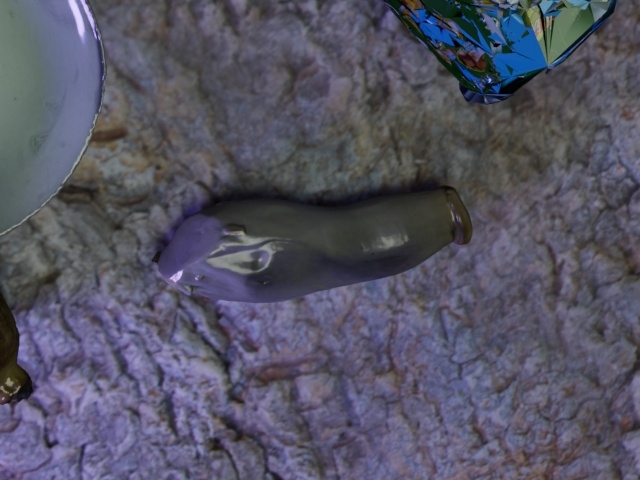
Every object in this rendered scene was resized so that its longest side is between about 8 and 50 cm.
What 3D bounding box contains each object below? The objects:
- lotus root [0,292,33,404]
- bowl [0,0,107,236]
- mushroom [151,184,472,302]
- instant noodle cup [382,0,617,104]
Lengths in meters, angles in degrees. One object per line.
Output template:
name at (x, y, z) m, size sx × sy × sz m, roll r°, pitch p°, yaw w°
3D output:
lotus root at (-0.363, 0.089, 1.582) m, size 0.138 × 0.138 × 0.214 m, roll -37°, pitch 125°, yaw -1°
bowl at (-0.358, -0.154, 1.429) m, size 0.313 × 0.146 × 0.313 m, roll -10°, pitch 115°, yaw -23°
mushroom at (0.001, 0.002, 1.714) m, size 0.351 × 0.097 × 0.109 m, roll -6°, pitch 122°, yaw -25°
instant noodle cup at (0.153, -0.272, 1.558) m, size 0.178 × 0.240 × 0.240 m, roll 37°, pitch 98°, yaw -24°
